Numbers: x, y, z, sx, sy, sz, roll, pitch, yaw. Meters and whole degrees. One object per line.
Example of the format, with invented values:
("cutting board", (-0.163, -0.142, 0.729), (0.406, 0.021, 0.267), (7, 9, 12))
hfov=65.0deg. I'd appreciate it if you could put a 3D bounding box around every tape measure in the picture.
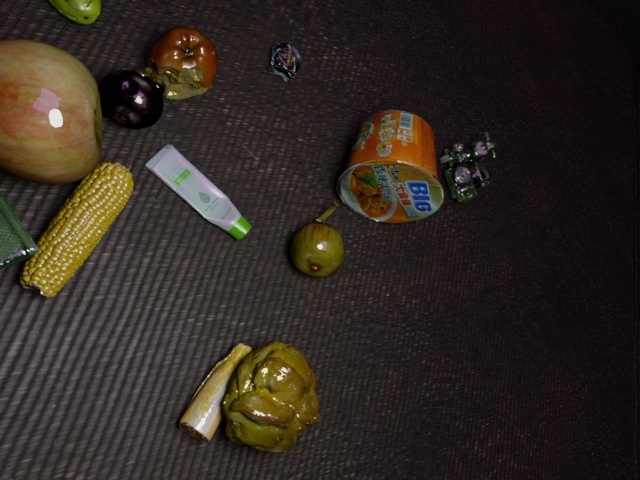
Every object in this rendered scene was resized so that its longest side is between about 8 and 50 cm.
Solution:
("tape measure", (-0.097, -0.497, 1.397), (0.091, 0.054, 0.094), (22, 73, -31))

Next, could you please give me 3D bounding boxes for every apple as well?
("apple", (-0.523, -0.227, 0.909), (0.234, 0.257, 0.256), (-2, 80, -22))
("apple", (-0.312, -0.414, 1.161), (0.156, 0.158, 0.146), (27, 62, -23))

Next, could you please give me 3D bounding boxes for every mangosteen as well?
("mangosteen", (-0.402, -0.317, 1.090), (0.137, 0.137, 0.151), (34, 64, -24))

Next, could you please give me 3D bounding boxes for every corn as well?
("corn", (-0.472, -0.033, 0.991), (0.102, 0.102, 0.310), (36, 67, -23))

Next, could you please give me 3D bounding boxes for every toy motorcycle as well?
("toy motorcycle", (0.521, -0.248, 1.729), (0.275, 0.127, 0.205), (-17, 86, -34))

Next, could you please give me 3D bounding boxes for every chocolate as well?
("chocolate", (-0.220, 0.323, 1.100), (0.086, 0.086, 0.219), (44, 54, -19))

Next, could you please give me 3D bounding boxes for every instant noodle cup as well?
("instant noodle cup", (0.205, -0.212, 1.413), (0.297, 0.296, 0.213), (29, 56, -27))

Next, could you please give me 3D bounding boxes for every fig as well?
("fig", (-0.013, 0.002, 1.297), (0.142, 0.147, 0.186), (4, 37, -21))

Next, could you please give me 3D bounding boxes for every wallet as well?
("wallet", (-0.640, 0.014, 0.864), (0.236, 0.055, 0.160), (-31, 72, -32))

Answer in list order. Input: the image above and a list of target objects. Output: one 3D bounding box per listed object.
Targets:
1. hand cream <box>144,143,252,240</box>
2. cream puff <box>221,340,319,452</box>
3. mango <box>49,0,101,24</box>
("hand cream", (-0.278, -0.110, 1.186), (0.275, 0.050, 0.079), (44, 30, -14))
("cream puff", (-0.102, 0.345, 1.092), (0.244, 0.196, 0.243), (7, 80, -40))
("mango", (-0.545, -0.538, 1.082), (0.165, 0.074, 0.091), (47, 60, -3))
